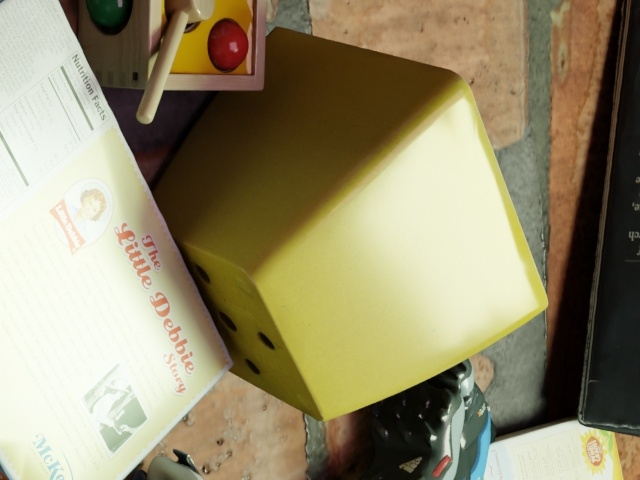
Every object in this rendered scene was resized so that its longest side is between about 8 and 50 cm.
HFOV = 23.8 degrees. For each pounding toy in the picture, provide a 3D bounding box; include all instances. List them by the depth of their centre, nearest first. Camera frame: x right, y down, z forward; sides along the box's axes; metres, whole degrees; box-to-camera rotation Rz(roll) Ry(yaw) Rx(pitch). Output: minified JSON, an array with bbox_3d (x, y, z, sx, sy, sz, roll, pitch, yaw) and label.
[{"bbox_3d":[-0.098,-0.145,1.002,0.141,0.100,0.130,-6,101,-50],"label":"pounding toy"}]

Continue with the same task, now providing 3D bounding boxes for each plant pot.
[{"bbox_3d":[0.000,0.000,1.078,0.187,0.212,0.212,-40,127,-23],"label":"plant pot"}]

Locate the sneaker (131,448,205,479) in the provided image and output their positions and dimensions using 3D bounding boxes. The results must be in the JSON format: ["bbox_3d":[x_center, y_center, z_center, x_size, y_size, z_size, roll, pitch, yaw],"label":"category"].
[{"bbox_3d":[-0.071,0.213,1.103,0.235,0.094,0.153,-19,110,-47],"label":"sneaker"}]

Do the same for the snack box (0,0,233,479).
[{"bbox_3d":[-0.186,0.016,0.954,0.187,0.060,0.322,-45,128,-31],"label":"snack box"}]

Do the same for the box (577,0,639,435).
[{"bbox_3d":[0.526,0.000,1.598,0.480,0.297,0.472,17,80,-50],"label":"box"}]

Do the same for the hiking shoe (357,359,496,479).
[{"bbox_3d":[0.074,0.241,1.266,0.132,0.113,0.304,50,59,-41],"label":"hiking shoe"}]

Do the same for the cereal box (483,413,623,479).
[{"bbox_3d":[0.218,0.266,1.464,0.240,0.047,0.173,-4,83,-49],"label":"cereal box"}]
